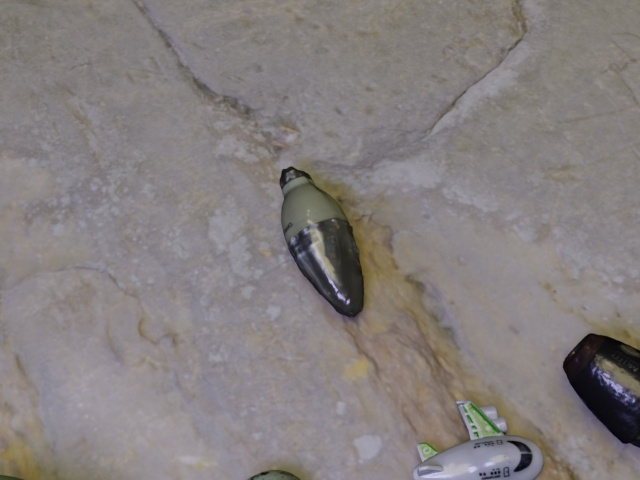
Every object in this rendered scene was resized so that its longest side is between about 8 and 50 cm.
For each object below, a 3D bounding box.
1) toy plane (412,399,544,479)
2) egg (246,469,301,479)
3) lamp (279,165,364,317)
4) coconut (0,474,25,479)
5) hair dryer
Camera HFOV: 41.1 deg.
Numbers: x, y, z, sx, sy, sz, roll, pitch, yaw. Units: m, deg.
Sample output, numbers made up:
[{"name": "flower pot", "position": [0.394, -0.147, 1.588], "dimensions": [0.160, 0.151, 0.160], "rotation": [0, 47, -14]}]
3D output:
[{"name": "toy plane", "position": [0.206, 0.293, 1.110], "dimensions": [0.173, 0.080, 0.174], "rotation": [0, 62, 1]}, {"name": "egg", "position": [-0.067, 0.341, 1.098], "dimensions": [0.110, 0.085, 0.085], "rotation": [-20, 63, 1]}, {"name": "lamp", "position": [0.000, 0.000, 1.263], "dimensions": [0.101, 0.101, 0.250], "rotation": [-19, 67, -6]}, {"name": "coconut", "position": [-0.374, 0.423, 0.956], "dimensions": [0.328, 0.281, 0.328], "rotation": [-13, 19, 5]}, {"name": "hair dryer", "position": [0.522, 0.156, 1.163], "dimensions": [0.303, 0.120, 0.359], "rotation": [35, 61, 10]}]
